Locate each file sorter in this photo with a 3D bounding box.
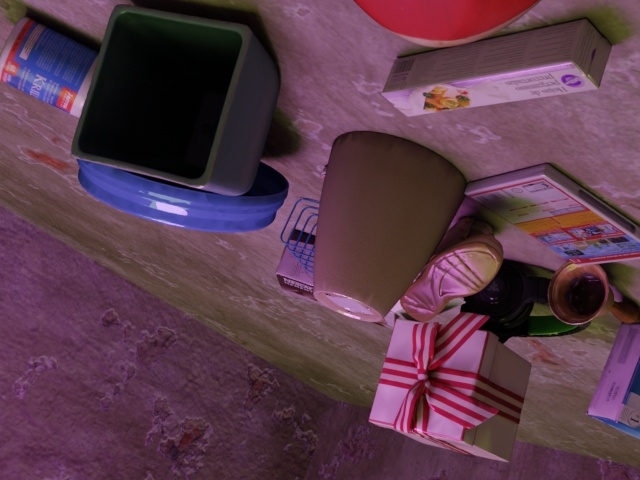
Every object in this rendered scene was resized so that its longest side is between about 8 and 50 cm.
[{"bbox_3d":[0.000,0.000,2.066,0.104,0.118,0.170,16,162,26],"label":"file sorter"}]

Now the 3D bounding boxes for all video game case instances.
[{"bbox_3d":[0.412,-0.037,1.623,0.285,0.025,0.204,30,161,-23],"label":"video game case"}]

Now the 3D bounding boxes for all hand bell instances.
[{"bbox_3d":[0.559,0.124,1.848,0.242,0.126,0.126,20,168,-42],"label":"hand bell"}]

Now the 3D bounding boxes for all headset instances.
[{"bbox_3d":[0.366,0.110,2.002,0.393,0.185,0.243,5,157,3],"label":"headset"}]

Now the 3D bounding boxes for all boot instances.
[{"bbox_3d":[0.266,0.022,1.720,0.095,0.203,0.262,41,141,1],"label":"boot"}]

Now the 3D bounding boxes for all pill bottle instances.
[{"bbox_3d":[-0.450,-0.295,1.706,0.221,0.124,0.124,25,162,-11],"label":"pill bottle"}]

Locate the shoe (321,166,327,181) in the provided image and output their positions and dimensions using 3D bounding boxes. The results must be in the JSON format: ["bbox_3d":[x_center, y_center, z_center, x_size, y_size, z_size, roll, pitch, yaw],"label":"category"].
[{"bbox_3d":[0.054,-0.068,1.857,0.063,0.081,0.178,6,157,41],"label":"shoe"}]

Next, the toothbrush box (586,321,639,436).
[{"bbox_3d":[0.735,0.324,1.974,0.295,0.216,0.126,26,172,-13],"label":"toothbrush box"}]

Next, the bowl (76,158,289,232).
[{"bbox_3d":[-0.256,-0.112,1.755,0.390,0.077,0.391,14,-164,-4],"label":"bowl"}]

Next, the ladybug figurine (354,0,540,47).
[{"bbox_3d":[0.095,-0.331,0.893,0.305,0.162,0.449,14,161,24],"label":"ladybug figurine"}]

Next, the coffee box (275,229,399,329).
[{"bbox_3d":[0.055,0.096,2.279,0.297,0.119,0.168,18,163,10],"label":"coffee box"}]

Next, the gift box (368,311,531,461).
[{"bbox_3d":[0.280,0.295,1.949,0.276,0.255,0.258,-2,157,38],"label":"gift box"}]

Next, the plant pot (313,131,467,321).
[{"bbox_3d":[0.093,-0.008,1.670,0.256,0.274,0.256,20,162,7],"label":"plant pot"}]

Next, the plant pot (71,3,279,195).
[{"bbox_3d":[-0.196,-0.199,1.526,0.247,0.248,0.252,14,176,22],"label":"plant pot"}]

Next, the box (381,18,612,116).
[{"bbox_3d":[0.217,-0.218,1.246,0.063,0.067,0.324,33,158,-35],"label":"box"}]

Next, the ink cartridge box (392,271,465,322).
[{"bbox_3d":[0.155,0.076,1.925,0.235,0.056,0.171,28,146,-23],"label":"ink cartridge box"}]
